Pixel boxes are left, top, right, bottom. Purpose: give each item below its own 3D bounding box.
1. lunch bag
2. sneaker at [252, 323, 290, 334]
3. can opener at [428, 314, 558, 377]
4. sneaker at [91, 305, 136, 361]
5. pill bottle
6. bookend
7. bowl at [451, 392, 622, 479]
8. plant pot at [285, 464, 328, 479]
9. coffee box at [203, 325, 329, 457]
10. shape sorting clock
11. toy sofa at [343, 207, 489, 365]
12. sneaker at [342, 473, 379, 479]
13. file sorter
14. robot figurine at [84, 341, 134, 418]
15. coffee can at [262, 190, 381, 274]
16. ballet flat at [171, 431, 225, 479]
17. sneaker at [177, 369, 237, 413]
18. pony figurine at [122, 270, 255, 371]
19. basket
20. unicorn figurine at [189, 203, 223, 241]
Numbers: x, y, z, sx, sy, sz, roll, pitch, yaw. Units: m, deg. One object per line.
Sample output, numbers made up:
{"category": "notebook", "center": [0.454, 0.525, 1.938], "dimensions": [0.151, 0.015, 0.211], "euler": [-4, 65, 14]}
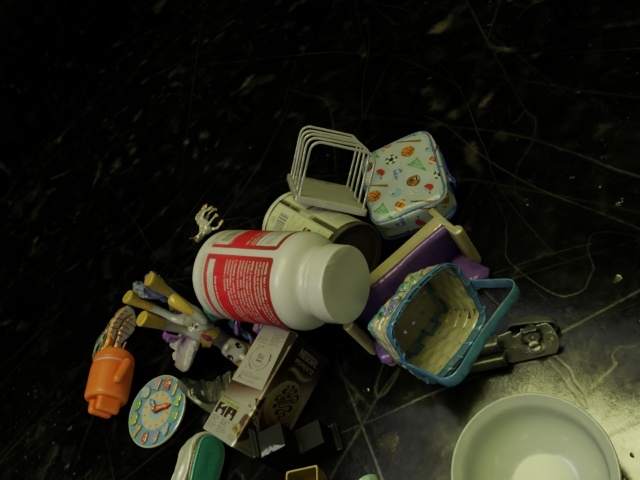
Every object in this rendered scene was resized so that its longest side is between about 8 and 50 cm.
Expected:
{"category": "lunch bag", "center": [0.244, -0.147, 1.782], "dimensions": [0.243, 0.115, 0.303], "euler": [-21, 47, 17]}
{"category": "sneaker", "center": [-0.142, 0.169, 1.827], "dimensions": [0.104, 0.095, 0.236], "euler": [-22, 49, 30]}
{"category": "can opener", "center": [0.382, 0.233, 1.446], "dimensions": [0.283, 0.076, 0.095], "euler": [-18, 17, 23]}
{"category": "sneaker", "center": [-0.665, 0.304, 2.088], "dimensions": [0.083, 0.084, 0.215], "euler": [4, 61, 42]}
{"category": "pill bottle", "center": [-0.094, 0.090, 1.554], "dimensions": [0.407, 0.229, 0.229], "euler": [2, 59, 41]}
{"category": "bookend", "center": [-0.055, 0.457, 1.500], "dimensions": [0.156, 0.157, 0.072], "euler": [-30, 46, 13]}
{"category": "bowl", "center": [0.403, 0.445, 1.210], "dimensions": [0.297, 0.134, 0.298], "euler": [-18, 49, 22]}
{"category": "plant pot", "center": [-0.021, 0.556, 1.453], "dimensions": [0.081, 0.083, 0.082], "euler": [-20, 50, 21]}
{"category": "coffee box", "center": [-0.127, 0.373, 1.604], "dimensions": [0.118, 0.168, 0.297], "euler": [15, 68, 41]}
{"category": "shape sorting clock", "center": [-0.462, 0.478, 1.845], "dimensions": [0.206, 0.040, 0.206], "euler": [-19, 49, 23]}
{"category": "toy sofa", "center": [0.216, 0.114, 1.576], "dimensions": [0.362, 0.150, 0.177], "euler": [-41, 43, 1]}
{"category": "sneaker", "center": [0.130, 0.555, 1.338], "dimensions": [0.255, 0.094, 0.151], "euler": [-11, 59, 31]}
{"category": "file sorter", "center": [0.027, -0.199, 1.797], "dimensions": [0.278, 0.192, 0.173], "euler": [-112, 34, -70]}
{"category": "robot figurine", "center": [-0.621, 0.410, 1.945], "dimensions": [0.128, 0.158, 0.219], "euler": [4, 53, -4]}
{"category": "coffee can", "center": [0.000, 0.000, 1.772], "dimensions": [0.201, 0.201, 0.275], "euler": [-51, 45, -9]}
{"category": "ballet flat", "center": [-0.332, 0.662, 1.575], "dimensions": [0.139, 0.139, 0.400], "euler": [-10, 49, 28]}
{"category": "sneaker", "center": [-0.278, 0.395, 1.752], "dimensions": [0.227, 0.087, 0.130], "euler": [17, 67, 38]}
{"category": "pony figurine", "center": [-0.348, 0.224, 1.790], "dimensions": [0.303, 0.363, 0.351], "euler": [-57, 30, -4]}
{"category": "basket", "center": [0.249, 0.177, 1.364], "dimensions": [0.255, 0.201, 0.289], "euler": [-48, 25, -22]}
{"category": "unicorn figurine", "center": [-0.382, -0.054, 2.186], "dimensions": [0.111, 0.060, 0.162], "euler": [-40, 28, 3]}
